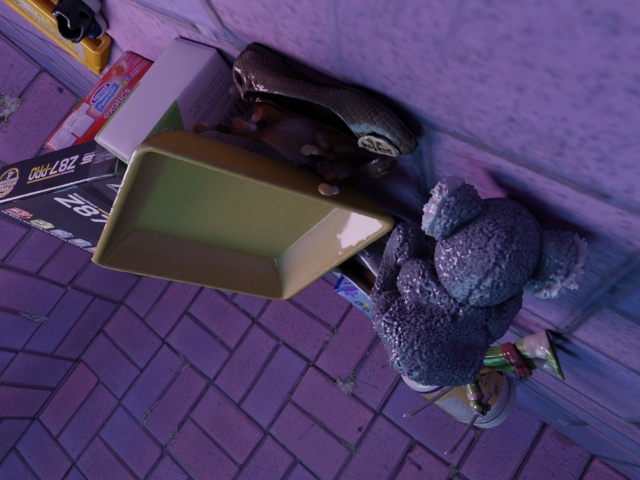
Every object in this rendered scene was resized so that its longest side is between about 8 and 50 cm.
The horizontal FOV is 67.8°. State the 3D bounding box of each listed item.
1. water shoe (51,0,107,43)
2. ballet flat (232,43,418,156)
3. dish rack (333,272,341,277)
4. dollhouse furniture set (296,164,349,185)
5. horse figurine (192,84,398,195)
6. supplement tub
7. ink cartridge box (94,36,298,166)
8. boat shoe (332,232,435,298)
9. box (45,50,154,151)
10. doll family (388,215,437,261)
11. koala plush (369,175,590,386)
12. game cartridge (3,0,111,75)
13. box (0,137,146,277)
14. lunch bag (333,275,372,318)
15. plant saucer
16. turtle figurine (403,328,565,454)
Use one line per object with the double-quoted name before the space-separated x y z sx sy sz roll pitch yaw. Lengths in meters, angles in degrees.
"water shoe" -0.430 -0.387 0.831 0.073 0.080 0.203 38 172 -20
"ballet flat" -0.006 -0.149 0.538 0.250 0.058 0.084 32 173 20
"dish rack" 0.164 0.141 1.576 0.285 0.072 0.333 35 173 -7
"dollhouse furniture set" -0.013 -0.107 0.807 0.114 0.091 0.081 39 -173 -49
"horse figurine" -0.028 -0.127 0.604 0.263 0.066 0.174 24 -157 10
"supplement tub" 0.453 0.445 1.559 0.331 0.241 0.241 37 172 -20
"ink cartridge box" -0.177 -0.146 0.771 0.114 0.198 0.273 30 171 35
"boat shoe" 0.065 0.037 0.760 0.320 0.103 0.118 36 150 26
"box" -0.402 -0.237 0.969 0.128 0.257 0.122 31 170 28
"doll family" 0.167 0.040 0.859 0.163 0.118 0.263 40 154 14
"koala plush" 0.170 0.041 0.540 0.196 0.203 0.221 32 135 5
"game cartridge" -0.599 -0.492 1.037 0.285 0.053 0.323 39 171 -25
"box" -0.366 -0.042 0.948 0.318 0.097 0.395 -9 153 22
"lunch bag" 0.217 0.124 1.135 0.221 0.138 0.293 40 155 -29
"plant saucer" -0.121 -0.026 0.685 0.332 0.081 0.333 15 148 -27
"turtle figurine" 0.325 0.283 0.918 0.198 0.266 0.275 62 -155 -18
